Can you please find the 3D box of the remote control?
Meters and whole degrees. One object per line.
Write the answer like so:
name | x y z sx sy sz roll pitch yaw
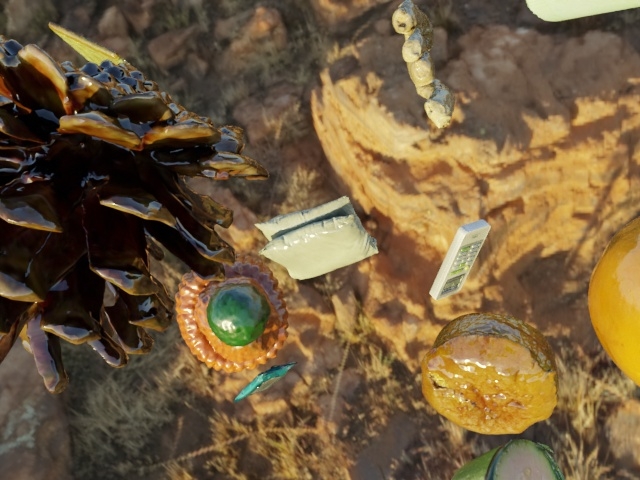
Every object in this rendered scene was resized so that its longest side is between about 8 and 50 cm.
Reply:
remote control | 0.365 0.052 2.157 0.103 0.250 0.034 -16 50 -35

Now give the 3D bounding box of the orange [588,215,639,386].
orange | 0.545 0.087 1.171 0.312 0.312 0.312 -9 52 12

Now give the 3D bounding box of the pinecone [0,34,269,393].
pinecone | -0.259 -0.013 0.861 0.385 0.384 0.384 -9 52 12

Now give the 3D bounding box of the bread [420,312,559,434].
bread | 0.370 0.295 1.821 0.312 0.312 0.172 0 39 19

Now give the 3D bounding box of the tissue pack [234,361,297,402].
tissue pack | -0.107 0.267 1.574 0.085 0.138 0.028 -15 66 -42

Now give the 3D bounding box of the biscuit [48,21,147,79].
biscuit | -0.345 -0.290 1.368 0.139 0.231 0.016 27 86 12

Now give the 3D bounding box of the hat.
hat | -0.162 0.167 1.831 0.285 0.285 0.400 -45 17 -16

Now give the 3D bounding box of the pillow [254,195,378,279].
pillow | 0.000 0.000 1.374 0.181 0.134 0.077 -18 47 23

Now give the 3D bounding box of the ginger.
ginger | 0.174 -0.310 1.420 0.065 0.149 0.258 -22 51 24

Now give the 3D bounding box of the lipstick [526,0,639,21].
lipstick | 0.291 -0.236 0.686 0.076 0.076 0.304 -43 23 -15

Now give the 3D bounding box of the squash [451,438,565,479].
squash | 0.255 0.361 1.129 0.123 0.170 0.170 -28 33 54
